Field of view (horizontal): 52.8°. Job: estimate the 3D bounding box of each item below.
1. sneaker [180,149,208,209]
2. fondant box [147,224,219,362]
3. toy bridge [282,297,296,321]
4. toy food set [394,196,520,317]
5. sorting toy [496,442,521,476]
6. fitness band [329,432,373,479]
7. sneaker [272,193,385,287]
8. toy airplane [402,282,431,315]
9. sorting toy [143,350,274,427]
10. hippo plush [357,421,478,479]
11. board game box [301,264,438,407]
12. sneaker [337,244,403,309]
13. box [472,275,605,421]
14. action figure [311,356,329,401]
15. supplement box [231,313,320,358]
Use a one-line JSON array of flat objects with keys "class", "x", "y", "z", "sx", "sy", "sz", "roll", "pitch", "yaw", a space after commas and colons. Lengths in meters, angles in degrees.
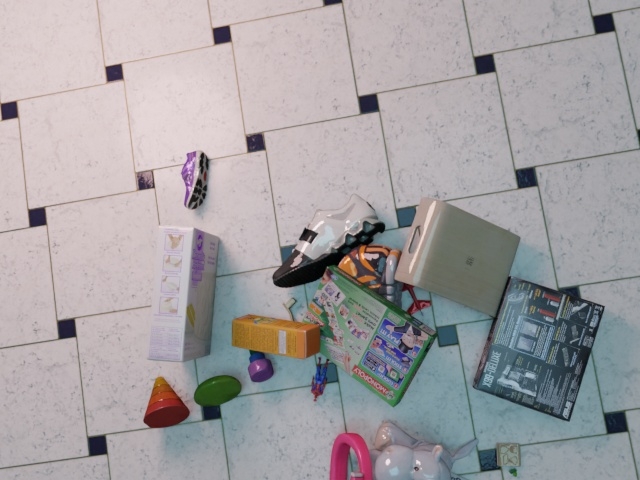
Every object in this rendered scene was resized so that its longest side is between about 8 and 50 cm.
[{"class": "sneaker", "x": -0.357, "y": -0.167, "z": 1.793, "sx": 0.071, "sy": 0.068, "sz": 0.170, "roll": 1, "pitch": 76, "yaw": 21}, {"class": "fondant box", "x": -0.348, "y": 0.138, "z": 1.664, "sx": 0.096, "sy": 0.238, "sz": 0.330, "roll": 2, "pitch": 85, "yaw": 7}, {"class": "toy bridge", "x": -0.036, "y": 0.236, "z": 1.729, "sx": 0.188, "sy": 0.026, "sz": 0.063, "roll": 45, "pitch": 91, "yaw": 8}, {"class": "toy food set", "x": 0.354, "y": 0.047, "z": 1.636, "sx": 0.306, "sy": 0.092, "sz": 0.220, "roll": 21, "pitch": 86, "yaw": -21}, {"class": "sorting toy", "x": 0.482, "y": 0.562, "z": 1.650, "sx": 0.062, "sy": 0.012, "sz": 0.083, "roll": 0, "pitch": 81, "yaw": 1}, {"class": "fitness band", "x": 0.068, "y": 0.625, "z": 1.589, "sx": 0.054, "sy": 0.209, "sz": 0.291, "roll": 5, "pitch": 85, "yaw": -16}, {"class": "sneaker", "x": 0.000, "y": 0.000, "z": 1.716, "sx": 0.330, "sy": 0.122, "sz": 0.146, "roll": -33, "pitch": 64, "yaw": 3}, {"class": "toy airplane", "x": 0.238, "y": 0.133, "z": 1.710, "sx": 0.151, "sy": 0.028, "sz": 0.151, "roll": -1, "pitch": 85, "yaw": 8}, {"class": "sorting toy", "x": -0.309, "y": 0.370, "z": 1.724, "sx": 0.365, "sy": 0.127, "sz": 0.126, "roll": -24, "pitch": 53, "yaw": 0}, {"class": "hippo plush", "x": 0.232, "y": 0.588, "z": 1.560, "sx": 0.294, "sy": 0.236, "sz": 0.234, "roll": 11, "pitch": 85, "yaw": 7}, {"class": "board game box", "x": 0.106, "y": 0.233, "z": 1.601, "sx": 0.317, "sy": 0.046, "sz": 0.213, "roll": 34, "pitch": 112, "yaw": 23}, {"class": "sneaker", "x": 0.115, "y": 0.166, "z": 1.686, "sx": 0.180, "sy": 0.124, "sz": 0.321, "roll": 9, "pitch": 96, "yaw": 25}, {"class": "box", "x": 0.551, "y": 0.272, "z": 1.639, "sx": 0.242, "sy": 0.076, "sz": 0.307, "roll": 18, "pitch": 86, "yaw": 7}, {"class": "action figure", "x": -0.004, "y": 0.371, "z": 1.712, "sx": 0.038, "sy": 0.030, "sz": 0.115, "roll": 11, "pitch": 88, "yaw": 2}, {"class": "supplement box", "x": -0.118, "y": 0.246, "z": 1.664, "sx": 0.233, "sy": 0.078, "sz": 0.080, "roll": 2, "pitch": 97, "yaw": 30}]
